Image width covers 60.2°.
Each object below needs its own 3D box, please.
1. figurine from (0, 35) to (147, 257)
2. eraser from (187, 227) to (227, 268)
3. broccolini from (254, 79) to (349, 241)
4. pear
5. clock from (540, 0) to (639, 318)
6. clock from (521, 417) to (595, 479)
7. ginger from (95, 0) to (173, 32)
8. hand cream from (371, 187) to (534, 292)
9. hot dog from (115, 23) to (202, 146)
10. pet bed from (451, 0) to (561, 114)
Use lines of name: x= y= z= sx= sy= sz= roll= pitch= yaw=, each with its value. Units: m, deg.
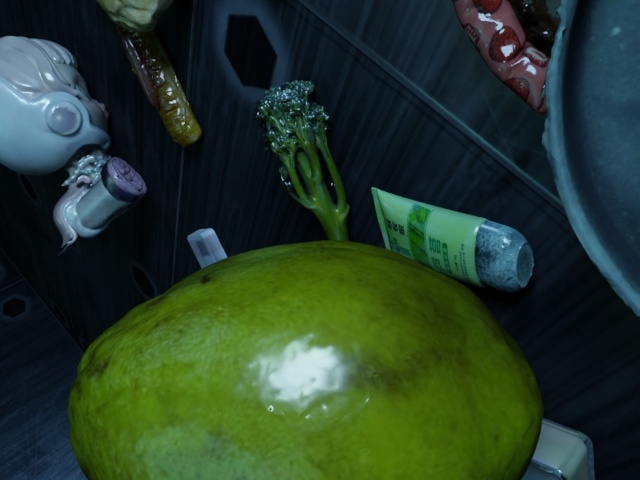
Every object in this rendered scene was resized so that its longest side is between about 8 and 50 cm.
figurine: x=-0.460 y=-0.174 z=0.953 sx=0.253 sy=0.211 sz=0.361 roll=-16 pitch=106 yaw=54
eraser: x=-0.189 y=0.031 z=0.961 sx=0.065 sy=0.026 sz=0.105 roll=-3 pitch=115 yaw=48
broccolini: x=0.005 y=-0.002 z=0.681 sx=0.079 sy=0.074 sz=0.392 roll=-10 pitch=119 yaw=8
pear: x=-0.011 y=0.159 z=0.529 sx=0.414 sy=0.352 sz=0.351 roll=-2 pitch=124 yaw=6
clock: x=0.294 y=-0.064 z=0.216 sx=0.386 sy=0.076 sz=0.386 roll=23 pitch=135 yaw=25
clock: x=0.227 y=0.284 z=0.630 sx=0.147 sy=0.071 sz=0.191 roll=11 pitch=126 yaw=46
ginger: x=-0.264 y=-0.407 z=0.602 sx=0.190 sy=0.126 sz=0.353 roll=1 pitch=116 yaw=34
hand cream: x=0.123 y=0.003 z=0.547 sx=0.175 sy=0.046 sz=0.095 roll=17 pitch=136 yaw=44
hot dog: x=-0.237 y=-0.233 z=0.783 sx=0.066 sy=0.047 sz=0.215 roll=2 pitch=119 yaw=53
pet bed: x=0.170 y=-0.172 z=0.342 sx=0.201 sy=0.053 sz=0.201 roll=26 pitch=137 yaw=27
